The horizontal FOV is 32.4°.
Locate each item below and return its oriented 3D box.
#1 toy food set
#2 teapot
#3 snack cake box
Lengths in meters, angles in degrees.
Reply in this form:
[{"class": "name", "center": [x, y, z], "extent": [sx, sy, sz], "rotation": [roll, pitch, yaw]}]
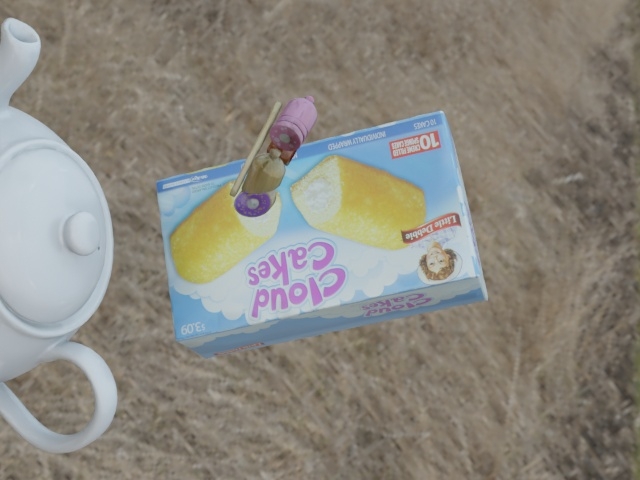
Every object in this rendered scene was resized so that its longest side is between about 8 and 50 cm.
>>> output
[{"class": "toy food set", "center": [-0.022, -0.048, 0.635], "extent": [0.019, 0.078, 0.122], "rotation": [28, 5, 3]}, {"class": "teapot", "center": [-0.252, 0.006, 0.872], "extent": [0.256, 0.187, 0.253], "rotation": [50, 47, -48]}, {"class": "snack cake box", "center": [0.000, 0.000, 0.966], "extent": [0.089, 0.264, 0.152], "rotation": [52, 26, -69]}]
